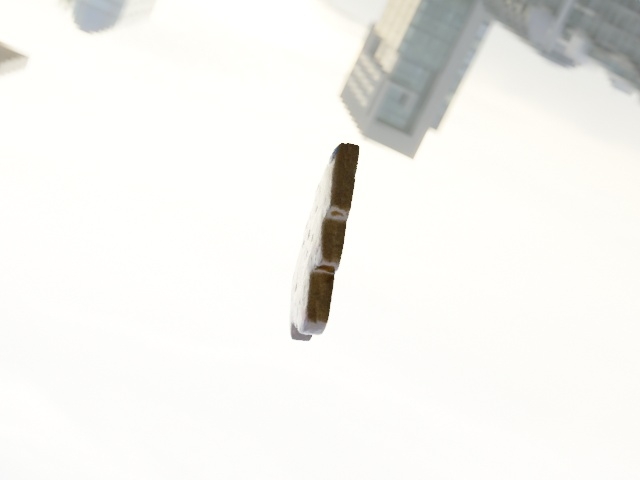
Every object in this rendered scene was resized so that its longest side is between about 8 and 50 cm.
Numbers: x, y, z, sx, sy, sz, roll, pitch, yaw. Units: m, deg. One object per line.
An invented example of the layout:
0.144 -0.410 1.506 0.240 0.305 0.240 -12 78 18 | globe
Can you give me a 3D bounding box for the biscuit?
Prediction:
0.000 0.000 0.826 0.019 0.130 0.119 13 -168 -8 | biscuit
